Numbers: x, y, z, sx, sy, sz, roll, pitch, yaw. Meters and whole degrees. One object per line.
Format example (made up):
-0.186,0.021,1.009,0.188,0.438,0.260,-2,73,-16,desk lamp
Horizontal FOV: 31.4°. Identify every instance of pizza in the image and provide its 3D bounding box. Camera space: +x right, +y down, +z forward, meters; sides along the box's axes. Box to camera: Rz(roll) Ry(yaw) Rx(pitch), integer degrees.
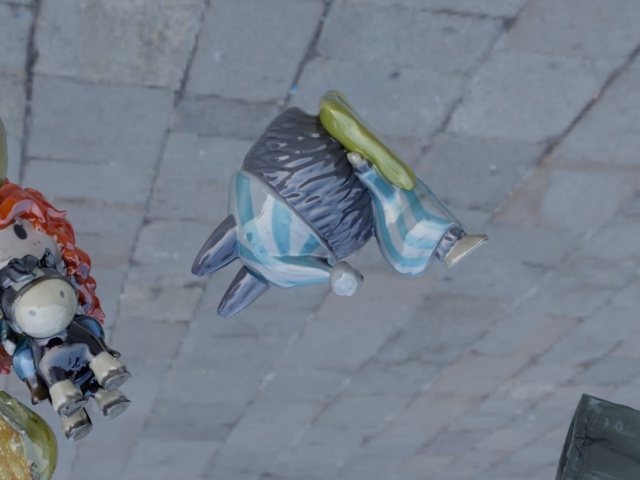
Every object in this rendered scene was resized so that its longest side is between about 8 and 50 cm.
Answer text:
-0.402,0.316,1.586,0.080,0.204,0.188,-25,146,-46,pizza

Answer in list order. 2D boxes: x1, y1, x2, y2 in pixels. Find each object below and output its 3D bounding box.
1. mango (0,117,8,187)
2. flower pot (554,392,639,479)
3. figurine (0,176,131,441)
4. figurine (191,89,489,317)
-0.468,-0.119,1.371,0.176,0.176,0.329,-22,-176,-16,mango
0.332,0.275,1.325,0.108,0.229,0.103,18,122,10,flower pot
-0.409,0.092,1.607,0.241,0.412,0.306,-39,130,-7,figurine
0.000,0.000,1.762,0.378,0.361,0.266,-46,172,10,figurine
